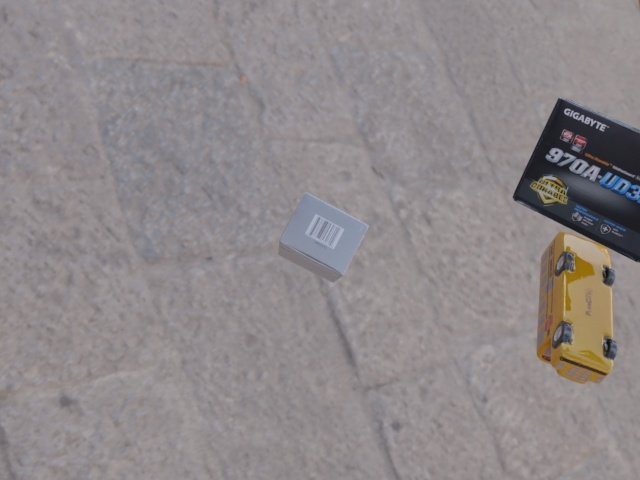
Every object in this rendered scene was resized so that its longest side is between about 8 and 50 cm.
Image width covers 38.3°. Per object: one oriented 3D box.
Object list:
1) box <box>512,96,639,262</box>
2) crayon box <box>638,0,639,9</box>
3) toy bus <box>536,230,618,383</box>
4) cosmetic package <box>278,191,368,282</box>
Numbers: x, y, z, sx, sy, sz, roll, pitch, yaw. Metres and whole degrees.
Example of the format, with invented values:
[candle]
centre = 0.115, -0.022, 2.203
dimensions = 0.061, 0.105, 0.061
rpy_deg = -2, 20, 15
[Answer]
[box]
centre = 0.426, -0.093, 1.388
dimensions = 0.220, 0.175, 0.051
rpy_deg = 31, 20, 24
[crayon box]
centre = 0.732, -0.447, 1.780
dimensions = 0.083, 0.203, 0.323
rpy_deg = -53, 132, -44
[toy bus]
centre = 0.484, 0.131, 1.759
dimensions = 0.108, 0.130, 0.333
rpy_deg = 20, 47, -5
[cosmetic package]
centre = 0.000, 0.000, 1.610
dimensions = 0.127, 0.238, 0.107
rpy_deg = 27, 81, 2
